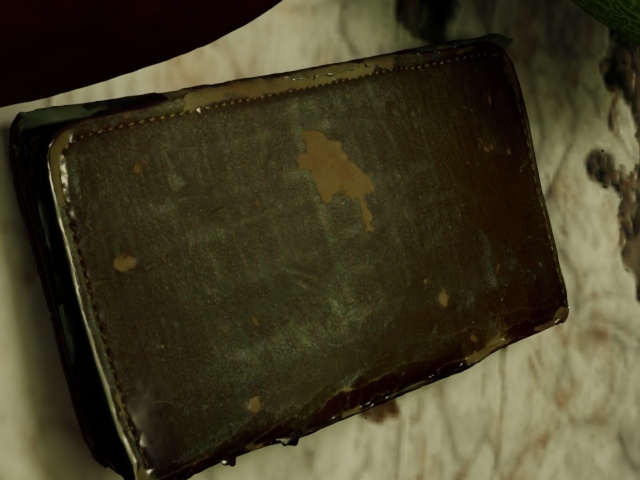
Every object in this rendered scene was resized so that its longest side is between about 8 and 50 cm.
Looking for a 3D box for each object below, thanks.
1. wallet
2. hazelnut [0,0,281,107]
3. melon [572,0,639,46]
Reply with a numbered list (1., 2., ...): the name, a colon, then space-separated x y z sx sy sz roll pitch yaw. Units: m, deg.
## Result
1. wallet: 0.000 0.000 0.573 0.232 0.031 0.122 -16 93 -45
2. hazelnut: -0.080 -0.121 0.420 0.208 0.208 0.208 4 84 -43
3. melon: 0.125 -0.172 0.650 0.265 0.129 0.169 -58 146 -33
